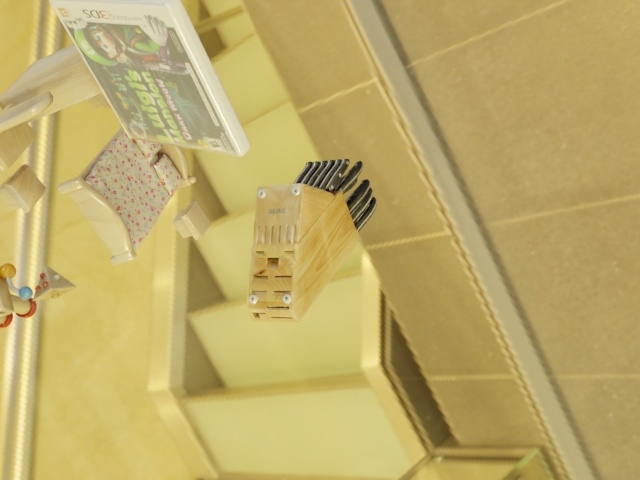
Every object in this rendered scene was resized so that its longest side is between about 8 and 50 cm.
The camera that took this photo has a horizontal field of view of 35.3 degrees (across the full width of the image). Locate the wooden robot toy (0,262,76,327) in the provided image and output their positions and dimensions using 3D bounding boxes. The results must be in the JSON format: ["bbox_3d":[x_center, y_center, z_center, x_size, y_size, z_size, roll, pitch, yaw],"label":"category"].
[{"bbox_3d":[-0.313,0.041,0.920,0.076,0.173,0.079,39,-150,-77],"label":"wooden robot toy"}]

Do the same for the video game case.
[{"bbox_3d":[-0.175,-0.171,1.036,0.173,0.022,0.190,12,143,35],"label":"video game case"}]

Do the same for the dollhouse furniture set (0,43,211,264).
[{"bbox_3d":[-0.252,-0.086,1.347,0.173,0.303,0.356,-16,120,31],"label":"dollhouse furniture set"}]

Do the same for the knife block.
[{"bbox_3d":[0.000,0.000,1.570,0.088,0.242,0.276,-2,79,35],"label":"knife block"}]
